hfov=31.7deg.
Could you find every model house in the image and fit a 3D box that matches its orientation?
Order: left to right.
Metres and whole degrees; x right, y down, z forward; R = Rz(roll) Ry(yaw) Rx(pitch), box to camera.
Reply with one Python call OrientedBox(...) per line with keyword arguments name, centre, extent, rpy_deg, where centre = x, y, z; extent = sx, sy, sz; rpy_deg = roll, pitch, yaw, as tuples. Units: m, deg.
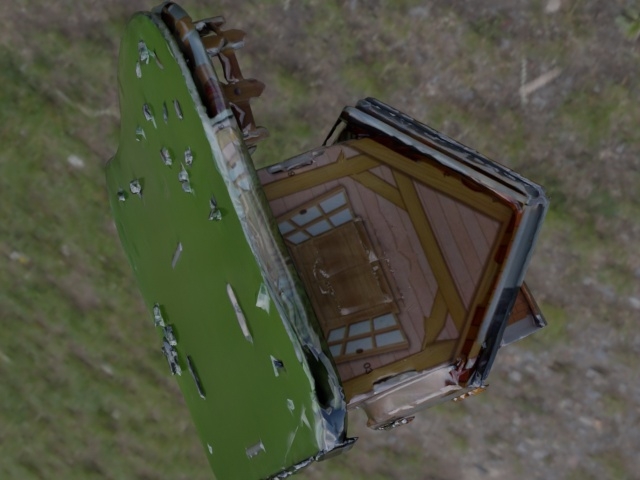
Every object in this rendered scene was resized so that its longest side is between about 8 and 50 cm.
OrientedBox(name="model house", centre=(0.001, 0.001, 0.564), extent=(0.294, 0.154, 0.207), rpy_deg=(129, 120, -70))
